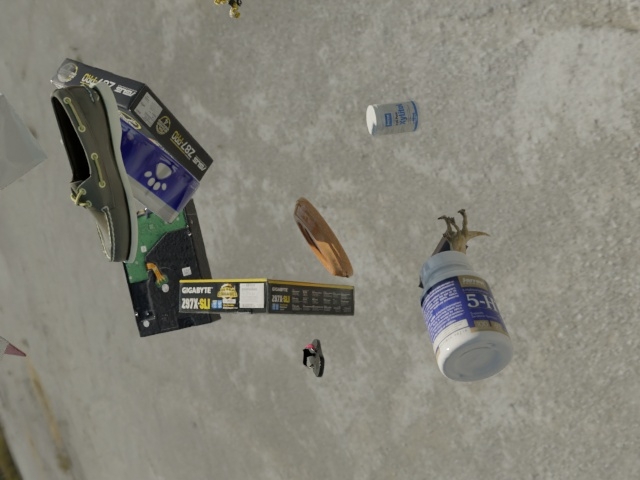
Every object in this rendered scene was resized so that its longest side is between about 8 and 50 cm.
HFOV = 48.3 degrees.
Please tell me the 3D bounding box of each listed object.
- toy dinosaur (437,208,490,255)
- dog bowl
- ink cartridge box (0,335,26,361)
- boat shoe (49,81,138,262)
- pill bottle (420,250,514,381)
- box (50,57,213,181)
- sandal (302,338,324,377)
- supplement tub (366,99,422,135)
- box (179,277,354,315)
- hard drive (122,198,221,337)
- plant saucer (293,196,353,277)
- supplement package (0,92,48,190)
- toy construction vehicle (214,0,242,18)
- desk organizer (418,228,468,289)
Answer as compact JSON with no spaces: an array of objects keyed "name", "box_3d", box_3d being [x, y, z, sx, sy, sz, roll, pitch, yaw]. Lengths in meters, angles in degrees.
[{"name":"toy dinosaur","box_3d":[0.267,-0.010,1.371,0.053,0.183,0.092,-15,100,33]},{"name":"dog bowl","box_3d":[-0.372,-0.152,1.412,0.265,0.104,0.265,36,175,4]},{"name":"ink cartridge box","box_3d":[-0.718,0.187,1.219,0.310,0.130,0.271,5,152,16]},{"name":"boat shoe","box_3d":[-0.372,-0.104,1.177,0.109,0.091,0.304,4,105,53]},{"name":"pill bottle","box_3d":[0.213,0.109,1.088,0.186,0.112,0.112,-101,20,-44]},{"name":"box","box_3d":[-0.526,-0.339,2.036,0.318,0.097,0.395,25,167,27]},{"name":"sandal","box_3d":[-0.020,0.272,1.669,0.179,0.040,0.067,-140,55,-82]},{"name":"supplement tub","box_3d":[0.162,-0.268,1.563,0.071,0.107,0.070,170,90,-77]},{"name":"box","box_3d":[-0.115,0.131,1.606,0.257,0.322,0.079,-6,81,36]},{"name":"hard drive","box_3d":[-0.414,0.074,1.921,0.237,0.064,0.338,-14,90,20]},{"name":"plant saucer","box_3d":[0.000,0.000,1.506,0.200,0.037,0.200,56,173,11]},{"name":"supplement package","box_3d":[-0.806,-0.231,1.686,0.149,0.203,0.194,30,153,40]},{"name":"toy construction vehicle","box_3d":[-0.223,-0.544,1.617,0.086,0.035,0.098,30,177,2]},{"name":"desk organizer","box_3d":[0.253,0.044,1.482,0.047,0.050,0.130,25,116,-4]}]
